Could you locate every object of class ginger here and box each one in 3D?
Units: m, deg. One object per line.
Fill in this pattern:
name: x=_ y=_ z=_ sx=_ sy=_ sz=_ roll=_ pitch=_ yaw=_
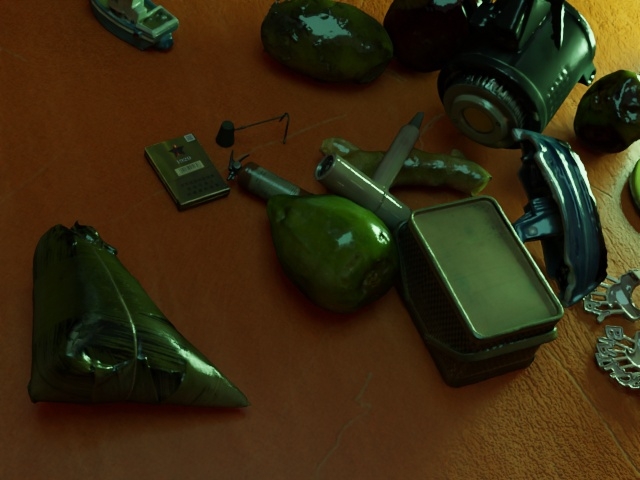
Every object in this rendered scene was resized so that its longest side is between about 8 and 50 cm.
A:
ginger: x=0.144 y=-0.114 z=1.732 sx=0.299 sy=0.065 sz=0.118 roll=4 pitch=58 yaw=-13

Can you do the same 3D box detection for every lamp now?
lamp: x=0.337 y=-0.288 z=1.798 sx=0.205 sy=0.374 sz=0.272 roll=28 pitch=84 yaw=25
lamp: x=-0.115 y=-0.190 z=1.736 sx=0.121 sy=0.054 sz=0.041 roll=-7 pitch=56 yaw=-17

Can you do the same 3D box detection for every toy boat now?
toy boat: x=-0.345 y=-0.431 z=1.839 sx=0.215 sy=0.102 sz=0.088 roll=37 pitch=52 yaw=16
toy boat: x=0.365 y=-0.041 z=1.663 sx=0.142 sy=0.129 sz=0.309 roll=-10 pitch=76 yaw=-10

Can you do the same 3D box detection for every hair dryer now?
hair dryer: x=0.103 y=-0.139 z=1.635 sx=0.195 sy=0.054 sz=0.220 roll=33 pitch=65 yaw=-29

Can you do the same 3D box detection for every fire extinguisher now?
fire extinguisher: x=-0.080 y=-0.089 z=1.670 sx=0.177 sy=0.050 sz=0.062 roll=29 pitch=64 yaw=9

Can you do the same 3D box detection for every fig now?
fig: x=0.543 y=-0.232 z=1.859 sx=0.144 sy=0.154 sz=0.166 roll=26 pitch=23 yaw=31
fig: x=0.012 y=-0.001 z=1.548 sx=0.167 sy=0.167 sz=0.233 roll=-35 pitch=83 yaw=-32

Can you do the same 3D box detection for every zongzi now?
zongzi: x=-0.253 y=0.112 z=1.447 sx=0.300 sy=0.145 sz=0.274 roll=11 pitch=45 yaw=-26

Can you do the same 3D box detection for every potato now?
potato: x=0.015 y=-0.359 z=1.848 sx=0.251 sy=0.113 sz=0.149 roll=15 pitch=76 yaw=3

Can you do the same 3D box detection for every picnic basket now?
picnic basket: x=0.226 y=0.073 z=1.558 sx=0.165 sy=0.139 sz=0.266 roll=-13 pitch=57 yaw=-21

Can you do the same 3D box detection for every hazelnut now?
hazelnut: x=0.212 y=-0.402 z=1.912 sx=0.204 sy=0.178 sz=0.178 roll=-33 pitch=66 yaw=-25

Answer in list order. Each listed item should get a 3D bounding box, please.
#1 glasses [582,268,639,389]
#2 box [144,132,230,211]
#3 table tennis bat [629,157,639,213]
glasses: x=0.500 y=0.125 z=1.611 sx=0.162 sy=0.095 sz=0.255 roll=-9 pitch=52 yaw=1
box: x=-0.218 y=-0.112 z=1.674 sx=0.090 sy=0.023 sz=0.133 roll=-21 pitch=60 yaw=-27
table tennis bat: x=0.696 y=-0.129 z=1.871 sx=0.224 sy=0.054 sz=0.368 roll=29 pitch=57 yaw=9
